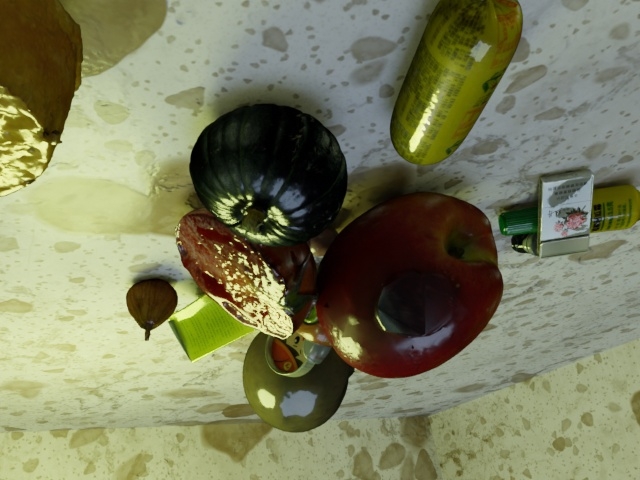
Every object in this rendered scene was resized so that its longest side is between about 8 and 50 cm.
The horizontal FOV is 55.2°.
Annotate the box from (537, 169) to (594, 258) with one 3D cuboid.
[{"bbox_3d":[0.529,-0.053,1.326,0.109,0.029,0.198,-9,121,4],"label":"box"}]

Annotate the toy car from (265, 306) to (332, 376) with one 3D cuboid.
[{"bbox_3d":[-0.052,0.251,1.595,0.235,0.235,0.145,-25,150,28],"label":"toy car"}]

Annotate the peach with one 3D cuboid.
[{"bbox_3d":[0.171,0.092,1.215,0.406,0.335,0.310,-37,-172,16],"label":"peach"}]

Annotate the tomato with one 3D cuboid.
[{"bbox_3d":[-0.121,0.031,1.199,0.170,0.309,0.309,-44,177,-37],"label":"tomato"}]

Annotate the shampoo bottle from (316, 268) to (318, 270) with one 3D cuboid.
[{"bbox_3d":[-0.021,0.108,1.555,0.077,0.045,0.152,-20,150,16],"label":"shampoo bottle"}]

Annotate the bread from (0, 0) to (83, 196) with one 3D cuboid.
[{"bbox_3d":[-0.453,-0.191,0.626,0.398,0.215,0.398,-5,158,-2],"label":"bread"}]

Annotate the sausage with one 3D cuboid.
[{"bbox_3d":[0.183,-0.223,0.876,0.123,0.123,0.347,-4,153,-12],"label":"sausage"}]

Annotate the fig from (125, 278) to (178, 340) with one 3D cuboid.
[{"bbox_3d":[-0.386,0.165,1.431,0.119,0.153,0.119,-19,160,-7],"label":"fig"}]

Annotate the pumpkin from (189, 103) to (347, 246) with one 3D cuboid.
[{"bbox_3d":[-0.082,-0.091,0.957,0.250,0.216,0.249,10,139,9],"label":"pumpkin"}]

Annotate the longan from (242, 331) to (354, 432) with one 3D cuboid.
[{"bbox_3d":[-0.062,0.391,1.808,0.361,0.360,0.361,-8,154,-4],"label":"longan"}]

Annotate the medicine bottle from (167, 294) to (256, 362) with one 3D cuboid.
[{"bbox_3d":[-0.228,0.179,1.482,0.250,0.141,0.137,-31,180,31],"label":"medicine bottle"}]

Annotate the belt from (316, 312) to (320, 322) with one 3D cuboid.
[{"bbox_3d":[0.065,0.128,1.463,0.128,0.200,0.124,3,164,39],"label":"belt"}]

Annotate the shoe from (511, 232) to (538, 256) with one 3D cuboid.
[{"bbox_3d":[0.512,-0.003,1.495,0.099,0.071,0.169,3,-169,41],"label":"shoe"}]

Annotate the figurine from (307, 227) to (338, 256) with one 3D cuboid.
[{"bbox_3d":[0.000,0.000,1.323,0.083,0.067,0.071,-25,175,-5],"label":"figurine"}]

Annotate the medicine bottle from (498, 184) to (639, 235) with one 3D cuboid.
[{"bbox_3d":[0.561,-0.058,1.386,0.309,0.076,0.111,-8,120,4],"label":"medicine bottle"}]
